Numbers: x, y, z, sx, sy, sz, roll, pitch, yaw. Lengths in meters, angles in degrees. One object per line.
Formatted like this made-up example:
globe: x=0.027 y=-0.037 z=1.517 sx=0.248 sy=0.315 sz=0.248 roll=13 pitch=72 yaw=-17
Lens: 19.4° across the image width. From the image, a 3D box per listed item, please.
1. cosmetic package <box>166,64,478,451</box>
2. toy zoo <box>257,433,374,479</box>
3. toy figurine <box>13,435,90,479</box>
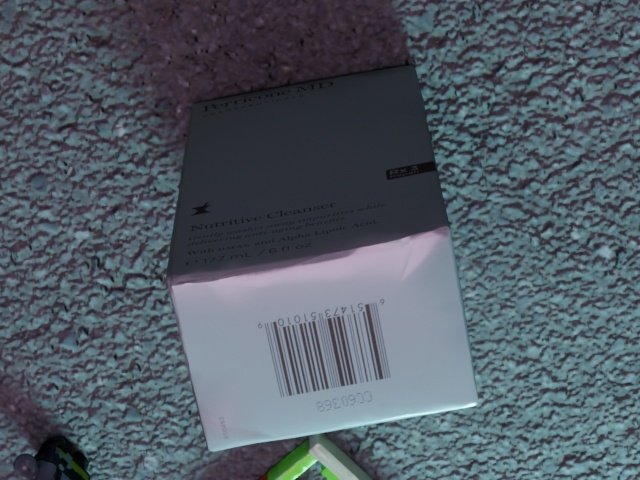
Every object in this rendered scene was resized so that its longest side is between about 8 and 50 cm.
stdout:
cosmetic package: x=0.000 y=0.000 z=1.516 sx=0.217 sy=0.385 sz=0.156 roll=-11 pitch=114 yaw=1
toy zoo: x=-0.043 y=0.341 z=1.855 sx=0.293 sy=0.030 sz=0.192 roll=-41 pitch=108 yaw=15
toy figurine: x=-0.317 y=0.295 z=1.768 sx=0.213 sy=0.148 sz=0.210 roll=6 pitch=113 yaw=-3
